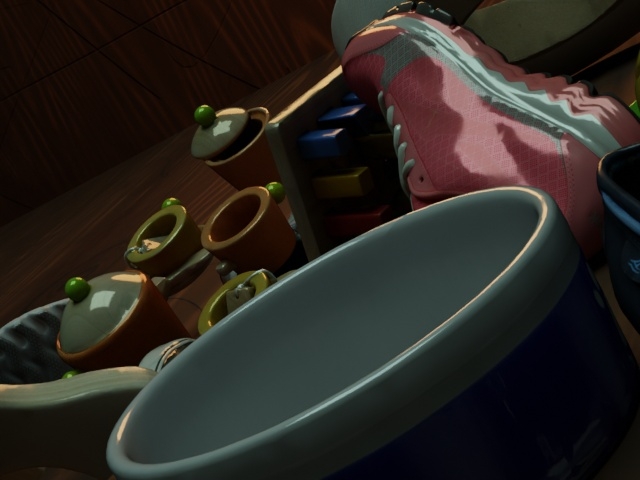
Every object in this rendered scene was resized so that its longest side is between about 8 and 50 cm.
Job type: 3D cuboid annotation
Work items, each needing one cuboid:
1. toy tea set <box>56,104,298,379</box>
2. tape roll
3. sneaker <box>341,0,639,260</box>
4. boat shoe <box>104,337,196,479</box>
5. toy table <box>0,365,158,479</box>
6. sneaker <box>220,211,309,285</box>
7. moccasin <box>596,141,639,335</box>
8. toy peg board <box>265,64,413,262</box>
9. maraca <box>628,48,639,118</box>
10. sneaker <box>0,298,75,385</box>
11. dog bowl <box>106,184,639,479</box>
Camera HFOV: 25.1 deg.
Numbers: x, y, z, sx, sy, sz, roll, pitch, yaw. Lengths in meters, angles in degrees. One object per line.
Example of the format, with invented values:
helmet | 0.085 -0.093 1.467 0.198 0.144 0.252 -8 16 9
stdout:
toy tea set | -0.119 -0.005 1.220 0.200 0.124 0.336 -29 31 20
tape roll | 0.196 -0.240 1.305 0.392 0.072 0.392 -23 -19 -9
sneaker | 0.092 -0.068 1.007 0.136 0.116 0.314 -46 41 -10
boat shoe | -0.079 0.122 0.933 0.070 0.077 0.219 -28 20 15
toy table | -0.224 0.137 0.835 0.252 0.161 0.274 -42 31 21
sneaker | 0.000 0.000 1.282 0.178 0.072 0.077 -43 24 -14
moccasin | 0.208 0.008 0.585 0.138 0.116 0.342 -35 13 -21
toy peg board | 0.050 -0.056 1.169 0.079 0.160 0.161 -2 27 34
maraca | 0.265 -0.112 1.004 0.185 0.099 0.127 -50 20 12
sneaker | -0.284 0.130 1.311 0.281 0.105 0.115 -29 8 -3
dog bowl | 0.027 0.082 0.753 0.265 0.104 0.265 -29 12 7
